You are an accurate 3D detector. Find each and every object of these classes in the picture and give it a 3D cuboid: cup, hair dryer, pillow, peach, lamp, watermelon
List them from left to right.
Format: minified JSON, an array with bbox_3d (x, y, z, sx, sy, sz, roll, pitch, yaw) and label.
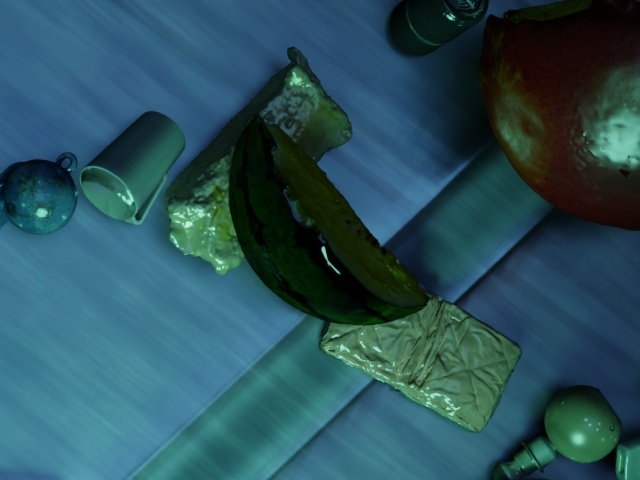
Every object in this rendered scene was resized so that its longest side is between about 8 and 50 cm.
[{"bbox_3d":[-0.201,-0.072,1.720,0.116,0.074,0.104,-53,143,-36],"label":"cup"},{"bbox_3d":[0.000,0.000,1.713,0.301,0.123,0.129,50,48,-20],"label":"watermelon"},{"bbox_3d":[0.118,0.121,1.817,0.233,0.043,0.126,29,77,-9],"label":"pillow"},{"bbox_3d":[0.174,-0.314,1.811,0.071,0.124,0.219,41,64,-12],"label":"hair dryer"},{"bbox_3d":[0.273,0.240,1.836,0.163,0.091,0.091,-36,97,5],"label":"lamp"},{"bbox_3d":[0.390,-0.164,1.737,0.406,0.335,0.310,-11,91,-20],"label":"peach"}]

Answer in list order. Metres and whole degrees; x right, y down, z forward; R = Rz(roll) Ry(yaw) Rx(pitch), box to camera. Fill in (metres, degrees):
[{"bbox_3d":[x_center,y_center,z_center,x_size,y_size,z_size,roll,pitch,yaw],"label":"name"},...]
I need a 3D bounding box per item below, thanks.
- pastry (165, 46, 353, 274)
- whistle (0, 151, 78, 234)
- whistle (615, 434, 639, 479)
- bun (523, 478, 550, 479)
[{"bbox_3d":[-0.072,-0.081,1.750,0.121,0.089,0.258,41,81,-13],"label":"pastry"},{"bbox_3d":[-0.317,-0.033,1.693,0.090,0.090,0.158,39,80,-10],"label":"whistle"},{"bbox_3d":[0.477,0.258,1.864,0.274,0.093,0.186,0,105,-19],"label":"whistle"},{"bbox_3d":[0.253,0.366,1.804,0.173,0.113,0.166,4,59,3],"label":"bun"}]
